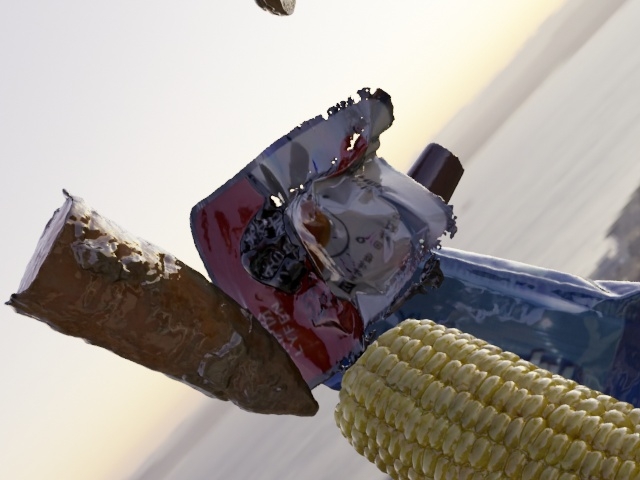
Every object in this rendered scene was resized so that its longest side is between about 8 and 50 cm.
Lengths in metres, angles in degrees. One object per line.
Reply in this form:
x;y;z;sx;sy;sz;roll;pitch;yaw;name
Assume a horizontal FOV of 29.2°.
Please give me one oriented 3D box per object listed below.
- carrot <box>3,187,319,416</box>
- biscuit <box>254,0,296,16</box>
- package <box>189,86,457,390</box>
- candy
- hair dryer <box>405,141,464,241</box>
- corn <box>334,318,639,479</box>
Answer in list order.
-0.105;0.069;0.923;0.102;0.263;0.102;-47;22;25;carrot
-0.071;-0.365;1.499;0.208;0.049;0.180;66;-158;-65;biscuit
0.000;0.000;0.959;0.071;0.194;0.269;-9;-22;-34;package
0.156;0.085;1.090;0.077;0.331;0.187;-11;-65;-75;candy
0.140;0.040;1.350;0.340;0.123;0.312;15;65;52;hair dryer
0.117;0.114;0.590;0.093;0.244;0.093;-30;-50;-43;corn
